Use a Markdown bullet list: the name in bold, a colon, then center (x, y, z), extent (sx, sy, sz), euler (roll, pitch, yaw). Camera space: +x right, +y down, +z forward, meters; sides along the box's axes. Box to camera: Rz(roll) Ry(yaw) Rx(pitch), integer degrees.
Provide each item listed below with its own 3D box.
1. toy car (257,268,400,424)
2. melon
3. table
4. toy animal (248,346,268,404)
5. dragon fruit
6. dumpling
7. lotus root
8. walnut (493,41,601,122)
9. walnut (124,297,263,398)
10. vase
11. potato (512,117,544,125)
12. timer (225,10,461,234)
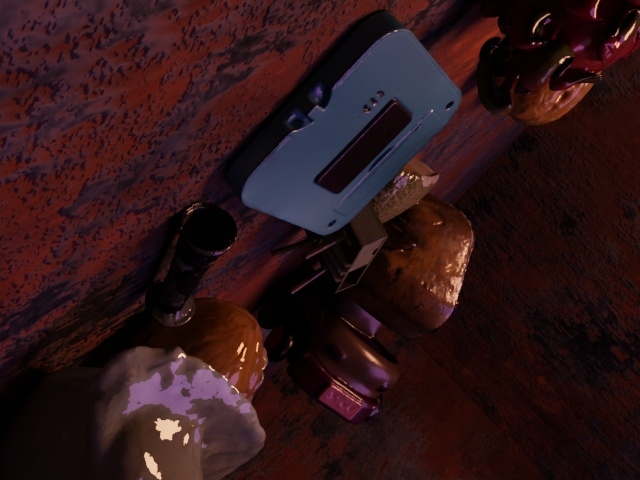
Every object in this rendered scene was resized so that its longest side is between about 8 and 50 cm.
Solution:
- **toy car**: center (0.049, 0.172, 1.596), extent (0.240, 0.271, 0.341), euler (-46, -153, 11)
- **melon**: center (0.104, -0.090, 1.308), extent (0.202, 0.093, 0.139), euler (-33, 172, -12)
- **table**: center (0.000, 0.000, 1.185), extent (0.111, 0.122, 0.240), euler (-23, 166, -14)
- **toy animal**: center (-0.219, 0.269, 1.237), extent (0.344, 0.194, 0.303), euler (-39, 165, -8)
- **dragon fruit**: center (0.297, -0.280, 0.996), extent (0.272, 0.218, 0.198), euler (-31, 120, -39)
- **dumpling**: center (-0.216, 0.263, 0.878), extent (0.320, 0.270, 0.212), euler (-22, -142, 46)
- **lotus root**: center (0.131, 0.022, 1.451), extent (0.272, 0.192, 0.272), euler (-39, -143, 37)
- **walnut**: center (0.378, -0.287, 1.387), extent (0.197, 0.165, 0.165), euler (-49, 171, 15)
- **walnut**: center (-0.160, 0.156, 1.021), extent (0.206, 0.159, 0.159), euler (-36, 174, 14)
- **vase**: center (-0.137, 0.029, 0.853), extent (0.059, 0.059, 0.167), euler (-37, 170, -38)
- **potato**: center (0.430, -0.305, 1.578), extent (0.169, 0.143, 0.248), euler (-50, 173, -13)
- **timer**: center (0.020, -0.126, 0.875), extent (0.232, 0.091, 0.250), euler (-44, 160, 11)
